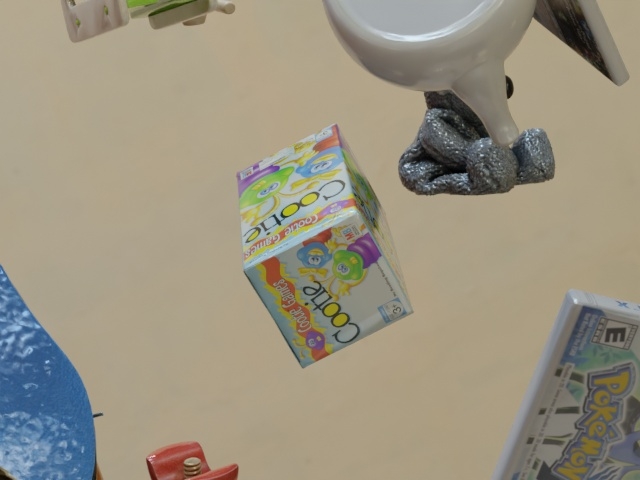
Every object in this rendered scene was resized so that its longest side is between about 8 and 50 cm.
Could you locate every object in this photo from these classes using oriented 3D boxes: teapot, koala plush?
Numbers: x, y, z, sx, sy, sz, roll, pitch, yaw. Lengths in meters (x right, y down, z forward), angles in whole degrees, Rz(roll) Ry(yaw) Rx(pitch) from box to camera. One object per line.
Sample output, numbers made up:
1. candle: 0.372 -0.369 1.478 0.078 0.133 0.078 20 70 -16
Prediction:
1. teapot: 0.126 -0.266 1.925 0.252 0.256 0.187 16 -15 21
2. koala plush: 0.195 -0.179 2.419 0.203 0.196 0.221 -2 -82 32

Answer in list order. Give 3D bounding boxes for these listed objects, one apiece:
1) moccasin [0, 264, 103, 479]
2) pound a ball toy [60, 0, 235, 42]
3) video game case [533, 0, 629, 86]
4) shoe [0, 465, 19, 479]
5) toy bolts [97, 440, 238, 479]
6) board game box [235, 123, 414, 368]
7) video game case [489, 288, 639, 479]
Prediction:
1. moccasin: -0.300 0.147 1.722 0.117 0.137 0.342 100 -29 -49
2. pound a ball toy: -0.208 -0.339 2.228 0.319 0.208 0.136 -175 -106 -69
3. video game case: 0.269 -0.278 1.989 0.173 0.022 0.190 49 -4 43
4. shoe: -0.269 0.218 1.475 0.219 0.058 0.076 40 25 2
5. toy bolts: -0.201 0.308 1.799 0.218 0.228 0.158 24 -59 55
6. board game box: 0.000 0.000 2.009 0.144 0.142 0.275 60 8 -24
7. video game case: 0.338 0.226 1.810 0.036 0.300 0.329 -105 -149 -63
